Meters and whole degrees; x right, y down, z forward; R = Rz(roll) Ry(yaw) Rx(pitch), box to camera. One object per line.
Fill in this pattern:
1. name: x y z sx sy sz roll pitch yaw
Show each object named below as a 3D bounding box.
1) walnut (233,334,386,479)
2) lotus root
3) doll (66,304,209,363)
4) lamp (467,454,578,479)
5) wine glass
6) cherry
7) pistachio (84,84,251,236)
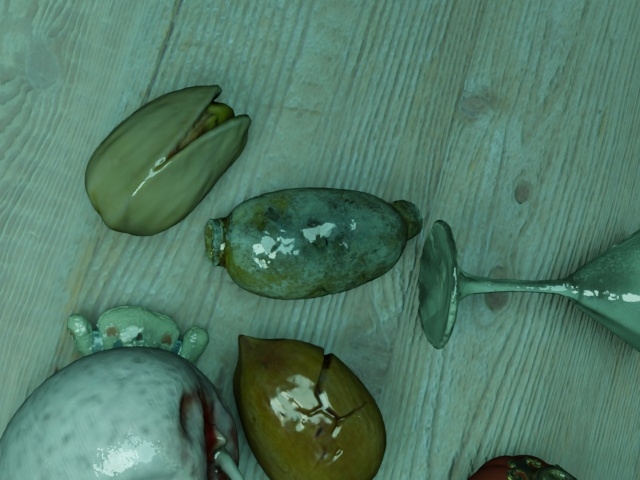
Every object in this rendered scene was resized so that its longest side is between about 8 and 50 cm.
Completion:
1. walnut: -0.025 0.255 1.358 0.203 0.203 0.297 -41 100 -14
2. lotus root: 0.001 0.001 1.416 0.350 0.175 0.174 -8 84 -13
3. doll: -0.275 0.151 1.380 0.214 0.071 0.103 11 88 -18
4. lamp: 0.316 0.441 1.409 0.227 0.227 0.226 2 82 -13
5. wine glass: 0.375 0.072 1.451 0.406 0.267 0.267 3 82 -8
6. cherry: -0.270 0.291 1.228 0.335 0.326 0.291 -8 74 -16
7. pistachio: -0.227 -0.127 1.363 0.166 0.197 0.288 42 65 -8
